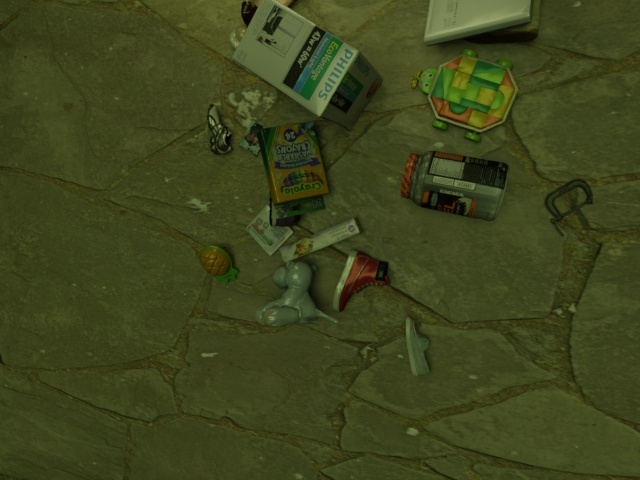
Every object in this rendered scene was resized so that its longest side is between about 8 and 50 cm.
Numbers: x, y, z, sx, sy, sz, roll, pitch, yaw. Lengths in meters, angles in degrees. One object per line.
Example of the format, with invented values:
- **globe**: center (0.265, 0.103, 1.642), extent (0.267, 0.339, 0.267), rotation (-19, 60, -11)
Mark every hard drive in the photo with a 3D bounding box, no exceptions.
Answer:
- **hard drive**: center (0.494, -0.742, 1.376), extent (0.318, 0.040, 0.210), rotation (3, 77, 36)

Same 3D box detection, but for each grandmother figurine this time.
- **grandmother figurine**: center (-0.218, -0.852, 1.643), extent (0.342, 0.104, 0.208), rotation (-45, 73, 14)

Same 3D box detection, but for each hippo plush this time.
- **hippo plush**: center (-0.116, 0.194, 1.634), extent (0.294, 0.234, 0.237), rotation (-9, 80, 44)

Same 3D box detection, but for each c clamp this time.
- **c clamp**: center (0.813, -0.115, 1.432), extent (0.160, 0.022, 0.137), rotation (-40, 78, 18)

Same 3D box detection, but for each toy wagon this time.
- **toy wagon**: center (0.467, -0.498, 1.475), extent (0.344, 0.068, 0.267), rotation (24, 102, 14)

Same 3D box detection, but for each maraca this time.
- **maraca**: center (-0.417, 0.098, 1.800), extent (0.127, 0.099, 0.186), rotation (-24, 114, 20)

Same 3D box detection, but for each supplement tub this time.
- **supplement tub**: center (0.436, -0.186, 1.450), extent (0.316, 0.193, 0.194), rotation (14, 99, 17)

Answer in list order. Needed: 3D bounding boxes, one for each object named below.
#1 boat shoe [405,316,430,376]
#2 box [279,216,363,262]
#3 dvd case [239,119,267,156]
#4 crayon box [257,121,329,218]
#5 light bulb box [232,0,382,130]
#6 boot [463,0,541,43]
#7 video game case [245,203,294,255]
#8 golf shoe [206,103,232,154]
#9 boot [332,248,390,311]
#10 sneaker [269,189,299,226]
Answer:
- **boat shoe**: center (0.356, 0.381, 1.597), extent (0.081, 0.079, 0.228), rotation (-10, 98, 11)
- **box**: center (0.000, 0.000, 1.672), extent (0.324, 0.067, 0.063), rotation (-22, 89, 17)
- **dvd case**: center (-0.262, -0.405, 1.743), extent (0.087, 0.013, 0.119), rotation (33, 105, 12)
- **crayon box**: center (-0.094, -0.258, 1.617), extent (0.203, 0.083, 0.323), rotation (-14, 92, -19)
- **light bulb box**: center (-0.028, -0.573, 1.472), extent (0.361, 0.358, 0.225), rotation (37, 107, 12)
- **boot**: center (0.573, -0.749, 1.406), extent (0.262, 0.095, 0.204), rotation (13, 92, 28)
- **video game case**: center (-0.204, -0.041, 1.756), extent (0.143, 0.019, 0.157), rotation (-45, 81, 16)
- **golf shoe**: center (-0.400, -0.446, 1.759), extent (0.093, 0.077, 0.198), rotation (-5, 98, 4)
- **boot**: center (0.156, 0.175, 1.632), extent (0.176, 0.088, 0.244), rotation (22, 98, 13)
- **sneaker**: center (-0.133, -0.193, 1.695), extent (0.124, 0.107, 0.283), rotation (0, 88, -11)
